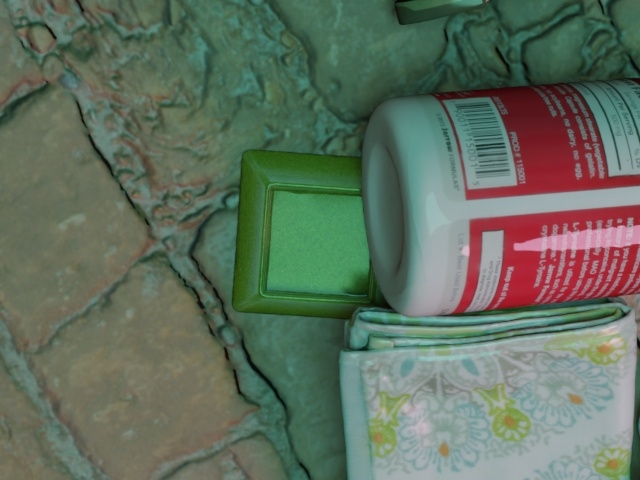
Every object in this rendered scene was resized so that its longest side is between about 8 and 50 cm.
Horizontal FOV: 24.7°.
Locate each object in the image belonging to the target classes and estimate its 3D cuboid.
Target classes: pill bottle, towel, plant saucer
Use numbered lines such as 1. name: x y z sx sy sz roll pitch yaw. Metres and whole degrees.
1. pill bottle: 0.263 -0.051 1.524 0.407 0.229 0.229 -5 102 -11
2. towel: 0.186 0.231 1.620 0.320 0.090 0.374 -4 120 0
3. plant saucer: 0.000 0.000 1.631 0.188 0.045 0.188 4 101 -3

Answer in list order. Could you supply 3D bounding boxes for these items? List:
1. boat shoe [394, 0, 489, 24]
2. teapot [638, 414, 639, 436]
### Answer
1. boat shoe: 0.218 -0.315 1.541 0.307 0.111 0.104 -15 103 1
2. teapot: 0.444 0.337 1.654 0.252 0.187 0.256 35 72 -27
